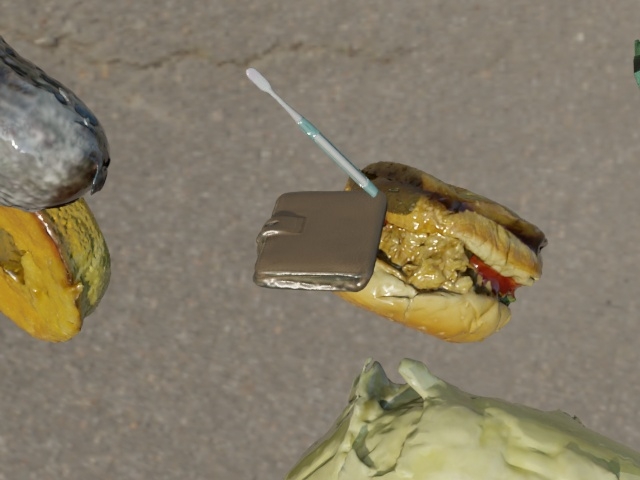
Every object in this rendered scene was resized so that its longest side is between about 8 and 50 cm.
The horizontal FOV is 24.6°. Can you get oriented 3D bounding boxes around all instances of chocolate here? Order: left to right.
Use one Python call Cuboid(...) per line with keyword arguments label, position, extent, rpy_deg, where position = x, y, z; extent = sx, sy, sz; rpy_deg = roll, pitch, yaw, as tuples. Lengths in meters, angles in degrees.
Cuboid(label="chocolate", position=(-0.260, -0.112, 1.064), extent=(0.248, 0.110, 0.110), rpy_deg=(43, 69, -9))

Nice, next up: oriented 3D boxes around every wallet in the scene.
Cuboid(label="wallet", position=(0.000, 0.000, 1.379), extent=(0.152, 0.118, 0.038), rpy_deg=(-72, 162, -55))

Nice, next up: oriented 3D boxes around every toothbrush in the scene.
Cuboid(label="toothbrush", position=(-0.007, -0.097, 1.322), extent=(0.167, 0.014, 0.011), rpy_deg=(43, 87, -17))

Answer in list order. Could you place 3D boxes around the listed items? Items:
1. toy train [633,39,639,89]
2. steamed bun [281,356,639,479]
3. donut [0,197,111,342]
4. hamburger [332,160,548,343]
Cuboid(label="toy train", position=(0.367, -0.198, 1.633), extent=(0.053, 0.033, 0.083), rpy_deg=(58, 29, -42))
Cuboid(label="steamed bun", position=(0.078, 0.191, 0.610), extent=(0.273, 0.232, 0.166), rpy_deg=(37, 54, -11))
Cuboid(label="donut", position=(-0.245, -0.001, 1.245), extent=(0.065, 0.162, 0.178), rpy_deg=(-41, 121, -36))
Cuboid(label="hamburger", position=(0.117, 0.018, 1.618), extent=(0.244, 0.244, 0.163), rpy_deg=(24, 86, -35))
